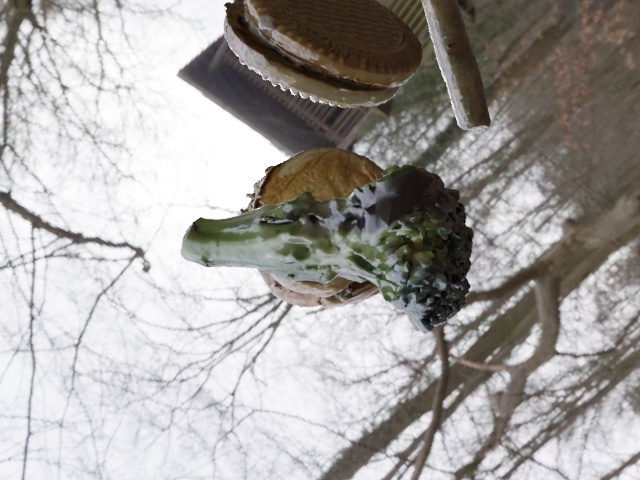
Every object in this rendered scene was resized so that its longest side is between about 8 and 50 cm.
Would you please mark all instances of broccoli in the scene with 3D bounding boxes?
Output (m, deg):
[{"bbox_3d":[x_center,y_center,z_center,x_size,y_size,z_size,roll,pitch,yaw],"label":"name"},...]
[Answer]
[{"bbox_3d":[-0.002,0.006,0.737,0.303,0.146,0.165,3,180,27],"label":"broccoli"}]

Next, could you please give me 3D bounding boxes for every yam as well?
[{"bbox_3d":[0.238,-0.342,1.377,0.071,0.067,0.318,-6,-102,-40],"label":"yam"}]

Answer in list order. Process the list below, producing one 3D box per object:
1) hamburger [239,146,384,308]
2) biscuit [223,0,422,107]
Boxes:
[{"bbox_3d":[0.003,-0.015,1.146,0.285,0.146,0.243,17,-121,11],"label":"hamburger"},{"bbox_3d":[0.004,-0.257,0.970,0.259,0.079,0.259,17,-143,-13],"label":"biscuit"}]
